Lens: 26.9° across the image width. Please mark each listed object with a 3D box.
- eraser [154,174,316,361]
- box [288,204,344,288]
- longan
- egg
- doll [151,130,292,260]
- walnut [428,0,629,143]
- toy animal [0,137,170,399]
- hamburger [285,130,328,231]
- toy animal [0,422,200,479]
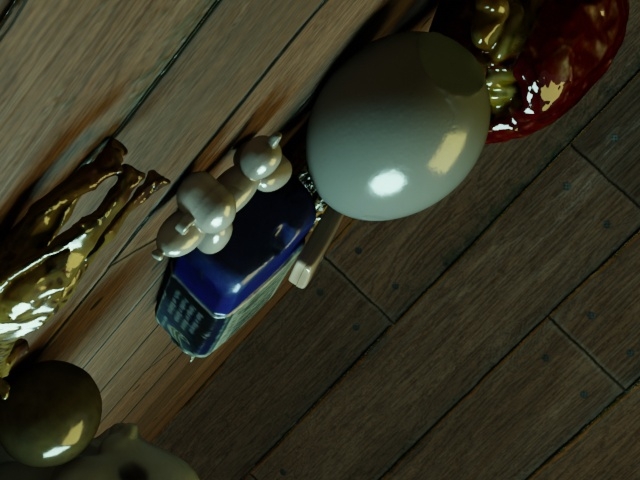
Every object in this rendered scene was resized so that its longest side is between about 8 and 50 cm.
[{"bbox_3d":[-0.105,0.032,1.543,0.155,0.101,0.332,-45,175,-21],"label":"eraser"},{"bbox_3d":[0.000,0.000,1.493,0.115,0.025,0.048,-61,180,-38],"label":"box"},{"bbox_3d":[-0.259,0.164,1.276,0.106,0.106,0.119,-46,-169,-8],"label":"longan"},{"bbox_3d":[0.075,-0.114,1.402,0.176,0.176,0.232,-43,179,-41],"label":"egg"},{"bbox_3d":[-0.092,-0.038,1.238,0.161,0.059,0.160,-45,176,-4],"label":"doll"},{"bbox_3d":[0.232,-0.246,1.542,0.244,0.221,0.269,85,24,-43],"label":"walnut"},{"bbox_3d":[-0.192,0.032,0.908,0.275,0.054,0.149,-51,177,30],"label":"toy animal"},{"bbox_3d":[0.035,-0.106,1.610,0.231,0.107,0.231,-45,-179,1],"label":"hamburger"},{"bbox_3d":[-0.265,0.292,1.346,0.289,0.174,0.249,-9,-164,41],"label":"toy animal"}]
